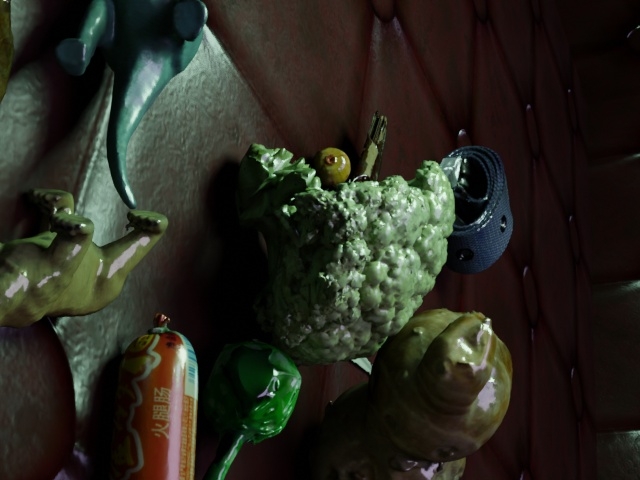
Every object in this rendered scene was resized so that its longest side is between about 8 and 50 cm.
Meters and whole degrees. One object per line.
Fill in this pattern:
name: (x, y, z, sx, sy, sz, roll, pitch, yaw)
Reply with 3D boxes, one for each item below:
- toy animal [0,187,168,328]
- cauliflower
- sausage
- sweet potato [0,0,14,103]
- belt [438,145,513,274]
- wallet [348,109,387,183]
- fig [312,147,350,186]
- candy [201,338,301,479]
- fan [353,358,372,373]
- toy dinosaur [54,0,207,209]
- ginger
toy animal: (-0.206, 0.022, 0.751, 0.218, 0.103, 0.101, -12, 117, -71)
cauliflower: (0.000, 0.000, 1.100, 0.250, 0.275, 0.272, 41, 43, 6)
sausage: (-0.138, 0.186, 0.855, 0.083, 0.083, 0.264, 40, 45, -57)
sweet potato: (-0.284, -0.249, 0.609, 0.423, 0.130, 0.131, 65, 27, -52)
belt: (0.253, -0.048, 1.769, 0.230, 0.139, 0.126, -77, 155, -44)
wallet: (0.058, -0.063, 1.394, 0.122, 0.031, 0.232, 94, 10, -45)
fig: (0.017, -0.087, 1.340, 0.083, 0.050, 0.050, 57, 31, -68)
candy: (-0.102, 0.231, 0.943, 0.097, 0.097, 0.323, 60, 40, -41)
fan: (0.119, 0.231, 1.507, 0.415, 0.012, 0.233, 47, 40, -54)
toy dinosaur: (-0.143, -0.220, 0.949, 0.331, 0.129, 0.384, -35, 125, -87)
ginger: (0.107, 0.195, 1.175, 0.256, 0.176, 0.375, -47, 167, -41)
